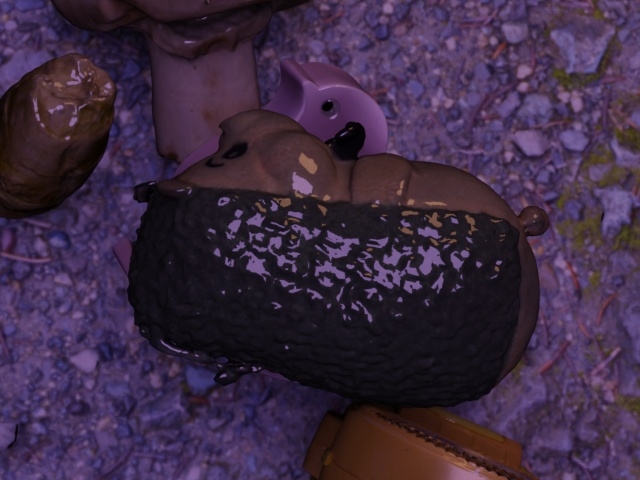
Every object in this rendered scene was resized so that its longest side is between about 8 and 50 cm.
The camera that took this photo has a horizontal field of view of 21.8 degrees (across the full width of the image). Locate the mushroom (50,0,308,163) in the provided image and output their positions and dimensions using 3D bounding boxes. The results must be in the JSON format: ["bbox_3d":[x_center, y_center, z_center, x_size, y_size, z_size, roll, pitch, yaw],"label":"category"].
[{"bbox_3d":[-0.108,-0.218,1.564,0.292,0.292,0.290,-9,97,-8],"label":"mushroom"}]

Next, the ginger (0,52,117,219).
[{"bbox_3d":[-0.260,-0.085,1.519,0.109,0.263,0.116,-5,79,-24],"label":"ginger"}]

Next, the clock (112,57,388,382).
[{"bbox_3d":[0.000,0.000,1.553,0.290,0.080,0.275,35,97,-26],"label":"clock"}]

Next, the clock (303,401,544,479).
[{"bbox_3d":[0.102,0.247,1.463,0.244,0.317,0.200,22,84,-2],"label":"clock"}]

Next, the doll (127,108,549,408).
[{"bbox_3d":[0.014,0.014,1.406,0.349,0.247,0.247,4,79,-8],"label":"doll"}]
